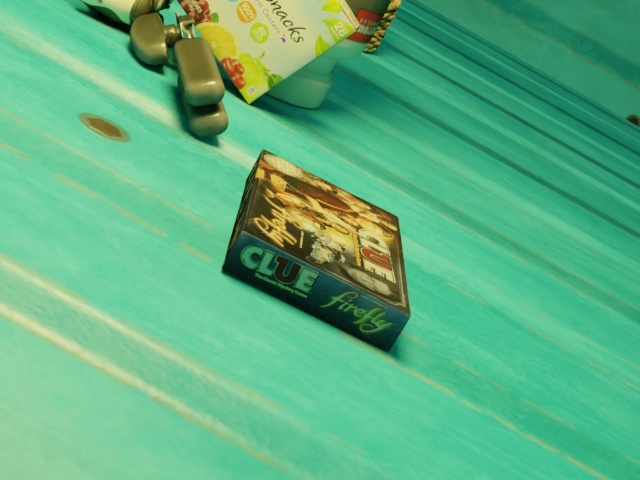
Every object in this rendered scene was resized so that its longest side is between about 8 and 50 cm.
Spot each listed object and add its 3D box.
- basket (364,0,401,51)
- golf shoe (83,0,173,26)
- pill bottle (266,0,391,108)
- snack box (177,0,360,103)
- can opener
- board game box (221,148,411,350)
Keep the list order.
[{"bbox_3d":[0.026,-0.528,2.081,0.299,0.223,0.213,17,23,-35],"label":"basket"},{"bbox_3d":[-0.280,-0.374,1.456,0.120,0.105,0.273,11,25,-25],"label":"golf shoe"},{"bbox_3d":[0.009,-0.384,1.484,0.210,0.363,0.210,26,19,-10],"label":"pill bottle"},{"bbox_3d":[-0.077,-0.311,1.362,0.207,0.174,0.070,56,16,-12],"label":"snack box"},{"bbox_3d":[-0.164,-0.199,1.256,0.093,0.074,0.280,-13,31,-11],"label":"can opener"},{"bbox_3d":[0.000,0.000,1.008,0.165,0.042,0.243,27,20,-9],"label":"board game box"}]
